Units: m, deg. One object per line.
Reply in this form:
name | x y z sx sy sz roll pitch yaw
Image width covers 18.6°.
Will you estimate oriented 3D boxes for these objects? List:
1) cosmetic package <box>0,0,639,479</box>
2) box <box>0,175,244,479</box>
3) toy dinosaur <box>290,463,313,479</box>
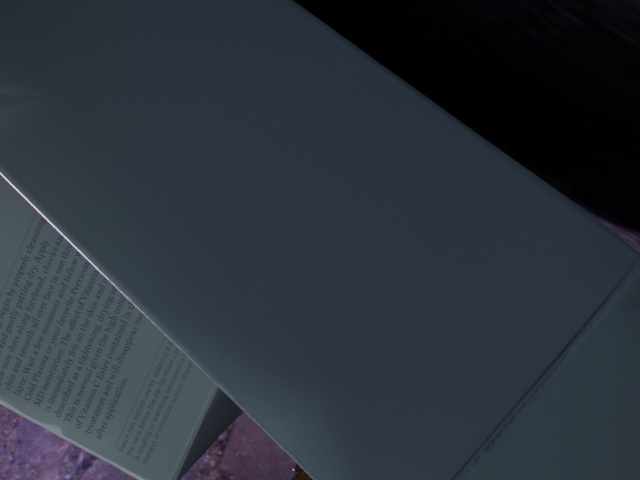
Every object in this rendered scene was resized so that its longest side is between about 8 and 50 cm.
cosmetic package | 0.000 0.000 0.643 0.377 0.097 0.284 40 -178 39
box | -0.197 0.005 1.422 0.345 0.168 0.215 28 -164 7
toy dinosaur | 0.093 0.101 0.793 0.127 0.296 0.200 40 -145 -48
